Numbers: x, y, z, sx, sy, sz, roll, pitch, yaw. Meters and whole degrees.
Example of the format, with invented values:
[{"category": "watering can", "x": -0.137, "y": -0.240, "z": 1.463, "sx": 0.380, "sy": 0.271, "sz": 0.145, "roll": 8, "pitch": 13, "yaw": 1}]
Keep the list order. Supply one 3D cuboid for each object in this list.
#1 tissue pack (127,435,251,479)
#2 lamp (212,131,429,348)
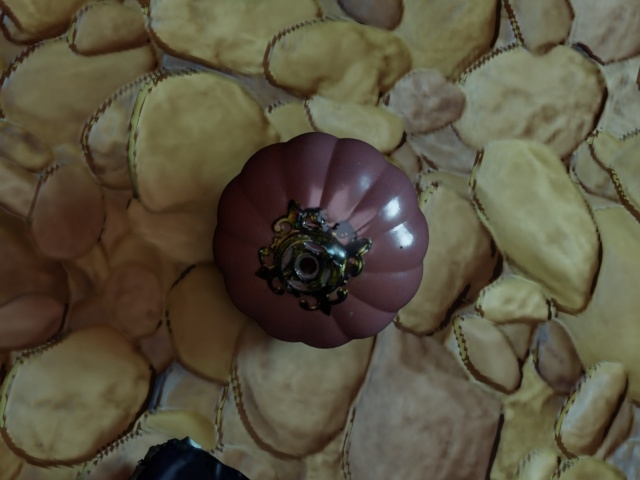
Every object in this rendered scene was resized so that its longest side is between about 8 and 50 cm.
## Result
[{"category": "tissue pack", "x": -0.062, "y": 0.284, "z": 0.889, "sx": 0.245, "sy": 0.123, "sz": 0.332, "roll": 36, "pitch": 74, "yaw": -2}, {"category": "lamp", "x": 0.000, "y": 0.000, "z": 0.973, "sx": 0.107, "sy": 0.092, "sz": 0.107, "roll": 3, "pitch": 107, "yaw": 9}]
